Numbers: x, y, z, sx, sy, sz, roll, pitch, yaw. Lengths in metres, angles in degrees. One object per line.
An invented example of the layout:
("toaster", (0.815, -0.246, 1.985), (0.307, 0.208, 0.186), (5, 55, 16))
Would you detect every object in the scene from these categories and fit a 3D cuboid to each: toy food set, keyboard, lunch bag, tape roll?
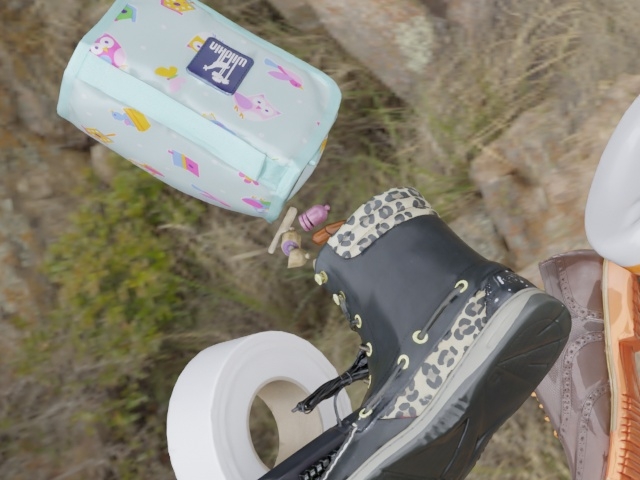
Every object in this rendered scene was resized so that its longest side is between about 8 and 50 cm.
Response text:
("toy food set", (0.000, 0.000, 1.484), (0.122, 0.019, 0.078), (18, 75, 35))
("keyboard", (0.038, 0.269, 1.958), (0.033, 0.317, 0.201), (1, 114, 47))
("lunch bag", (-0.103, -0.119, 1.279), (0.223, 0.262, 0.160), (31, 96, -2))
("tape roll", (-0.080, 0.276, 2.067), (0.100, 0.286, 0.286), (-19, 88, 43))

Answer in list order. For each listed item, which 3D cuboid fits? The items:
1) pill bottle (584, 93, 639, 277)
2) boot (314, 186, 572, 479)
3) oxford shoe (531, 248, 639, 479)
("pill bottle", (0.470, 0.001, 1.358), (0.392, 0.224, 0.224), (27, 110, -12))
("boot", (0.044, 0.088, 1.012), (0.236, 0.085, 0.178), (-49, 48, 6))
("oxford shoe", (0.296, 0.186, 1.618), (0.133, 0.130, 0.363), (-2, 69, 23))
